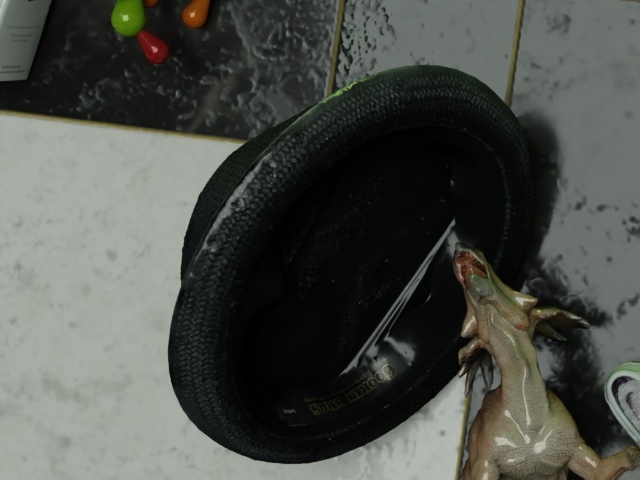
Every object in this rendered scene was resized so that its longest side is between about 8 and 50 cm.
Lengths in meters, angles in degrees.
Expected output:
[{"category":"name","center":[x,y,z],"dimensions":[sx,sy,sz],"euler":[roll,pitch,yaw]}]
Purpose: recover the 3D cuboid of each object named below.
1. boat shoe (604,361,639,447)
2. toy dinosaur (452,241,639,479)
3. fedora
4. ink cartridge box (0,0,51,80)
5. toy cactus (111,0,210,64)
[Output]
[{"category":"boat shoe","center":[0.284,0.163,1.424],"dimensions":[0.066,0.063,0.184],"euler":[-40,77,12]},{"category":"toy dinosaur","center":[0.147,0.157,1.431],"dimensions":[0.127,0.200,0.296],"euler":[-1,128,-18]},{"category":"fedora","center":[0.000,0.000,1.449],"dimensions":[0.152,0.334,0.334],"euler":[38,101,46]},{"category":"ink cartridge box","center":[-0.294,-0.247,1.603],"dimensions":[0.139,0.082,0.191],"euler":[24,106,17]},{"category":"toy cactus","center":[-0.127,-0.271,1.541],"dimensions":[0.180,0.112,0.219],"euler":[36,101,5]}]
